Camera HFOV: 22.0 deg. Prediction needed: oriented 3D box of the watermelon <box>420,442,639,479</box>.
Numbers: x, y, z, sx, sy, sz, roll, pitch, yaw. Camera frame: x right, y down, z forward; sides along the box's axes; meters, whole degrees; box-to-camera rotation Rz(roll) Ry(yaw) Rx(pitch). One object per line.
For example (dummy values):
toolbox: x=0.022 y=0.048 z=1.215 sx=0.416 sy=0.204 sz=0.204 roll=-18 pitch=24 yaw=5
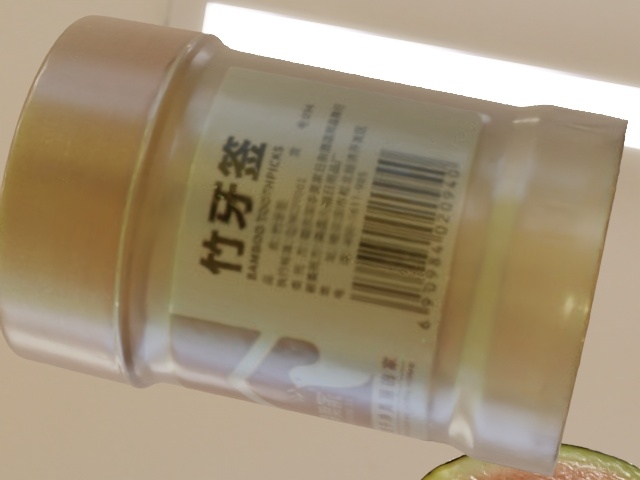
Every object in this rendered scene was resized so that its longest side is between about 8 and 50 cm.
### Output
watermelon: x=0.090 y=0.150 z=0.777 sx=0.163 sy=0.087 sz=0.069 roll=-14 pitch=-49 yaw=-30

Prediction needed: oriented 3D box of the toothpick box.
toothpick box: x=0.000 y=0.000 z=0.442 sx=0.098 sy=0.149 sz=0.098 roll=11 pitch=-90 yaw=-81
